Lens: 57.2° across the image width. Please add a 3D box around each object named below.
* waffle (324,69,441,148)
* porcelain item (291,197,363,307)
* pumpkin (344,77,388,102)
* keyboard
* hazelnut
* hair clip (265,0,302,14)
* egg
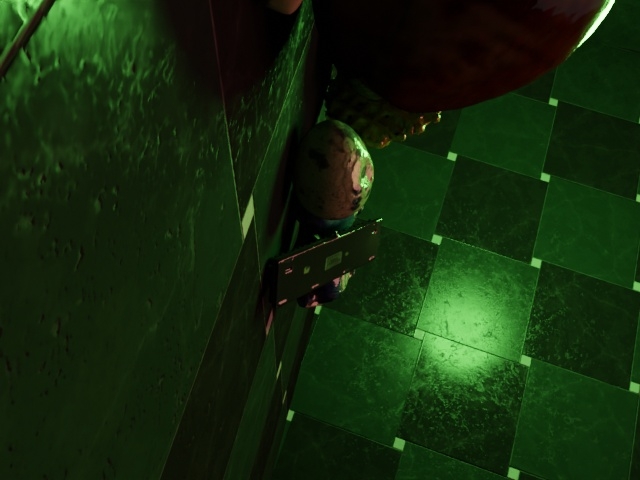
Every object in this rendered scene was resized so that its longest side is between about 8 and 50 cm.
[{"bbox_3d":[0.124,-0.290,1.175,0.052,0.254,0.245,52,33,-55],"label":"waffle"},{"bbox_3d":[0.000,0.000,1.194,0.186,0.138,0.288,-29,132,-70],"label":"porcelain item"},{"bbox_3d":[0.118,-0.368,1.050,0.238,0.159,0.238,10,78,-56],"label":"pumpkin"},{"bbox_3d":[0.016,0.030,1.110,0.317,0.027,0.106,-21,124,-47],"label":"keyboard"},{"bbox_3d":[0.175,-0.351,0.661,0.402,0.402,0.429,-71,-175,-54],"label":"hazelnut"},{"bbox_3d":[-0.013,-0.313,0.509,0.159,0.071,0.219,-93,-165,-57],"label":"hair clip"},{"bbox_3d":[0.020,-0.121,1.004,0.141,0.141,0.182,-71,162,-51],"label":"egg"}]
